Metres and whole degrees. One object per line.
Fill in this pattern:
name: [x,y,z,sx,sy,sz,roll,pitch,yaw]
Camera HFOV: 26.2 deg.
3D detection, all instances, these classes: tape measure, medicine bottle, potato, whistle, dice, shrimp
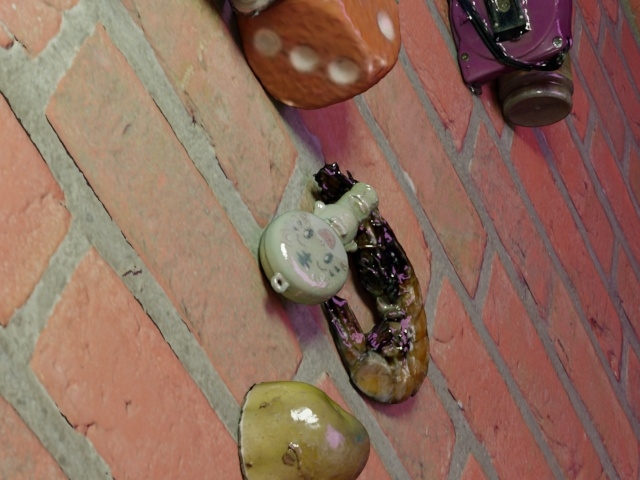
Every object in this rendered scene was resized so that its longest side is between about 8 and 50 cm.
tape measure: [0.360,-0.421,2.599,0.149,0.231,0.245,-7,79,-63]
medicine bottle: [0.429,-0.402,2.803,0.151,0.151,0.323,35,46,-52]
potato: [-0.001,0.249,1.660,0.202,0.117,0.182,40,39,-48]
whistle: [0.000,0.000,1.805,0.126,0.067,0.258,51,43,-6]
dice: [-0.001,-0.301,1.882,0.179,0.174,0.175,60,31,-30]
shrimp: [0.065,0.070,1.945,0.365,0.071,0.233,64,35,-24]

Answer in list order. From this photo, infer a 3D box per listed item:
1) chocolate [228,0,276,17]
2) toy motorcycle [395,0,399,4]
chocolate: [-0.102,-0.410,1.751,0.147,0.221,0.221,30,49,-36]
toy motorcycle: [0.076,-0.384,2.210,0.173,0.058,0.100,32,54,-57]
